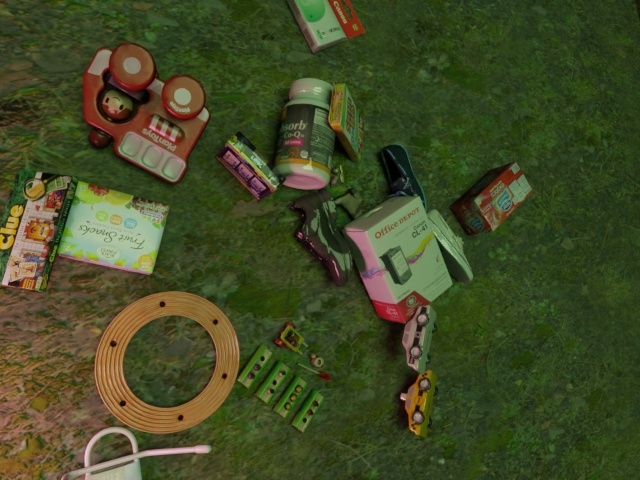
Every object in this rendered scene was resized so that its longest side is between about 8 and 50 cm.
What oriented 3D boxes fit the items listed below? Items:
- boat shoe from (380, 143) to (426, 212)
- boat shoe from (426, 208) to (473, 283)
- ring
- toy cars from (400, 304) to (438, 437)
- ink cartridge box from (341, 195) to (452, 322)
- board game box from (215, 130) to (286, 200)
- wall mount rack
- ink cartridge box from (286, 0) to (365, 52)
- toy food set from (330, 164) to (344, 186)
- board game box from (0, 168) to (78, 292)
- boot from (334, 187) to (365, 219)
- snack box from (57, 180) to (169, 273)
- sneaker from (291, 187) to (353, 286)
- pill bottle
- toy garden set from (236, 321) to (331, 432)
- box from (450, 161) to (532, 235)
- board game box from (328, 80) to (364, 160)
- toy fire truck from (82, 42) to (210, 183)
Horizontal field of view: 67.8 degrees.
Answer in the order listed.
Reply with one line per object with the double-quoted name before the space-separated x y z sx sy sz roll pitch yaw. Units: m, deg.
"boat shoe" 0.245 -0.173 1.489 0.089 0.109 0.258 -10 71 -38
"boat shoe" 0.419 0.017 1.547 0.088 0.096 0.267 -41 93 -20
"ring" -0.364 0.292 1.161 0.337 0.032 0.336 4 81 -25
"toy cars" 0.276 0.375 1.380 0.176 0.087 0.393 -28 118 -56
"ink cartridge box" 0.229 0.052 1.400 0.226 0.131 0.306 -33 110 -24
"board game box" -0.185 -0.191 1.252 0.170 0.141 0.048 46 68 -14
"wall mount rack" -0.391 0.588 1.050 0.305 0.130 0.349 -7 86 -26
"ink cartridge box" 0.029 -0.706 1.480 0.225 0.056 0.180 -31 97 -24
"toy food set" 0.018 -0.196 1.419 0.122 0.019 0.077 -8 86 -26
"board game box" -0.633 -0.025 1.042 0.136 0.030 0.259 7 78 9
"boot" 0.088 -0.102 1.421 0.118 0.042 0.086 -34 107 -34
"snack box" -0.483 -0.025 1.125 0.207 0.070 0.174 16 77 -21
"sneaker" 0.000 0.000 1.348 0.130 0.109 0.286 -16 81 -20
"pill bottle" -0.038 -0.294 1.327 0.162 0.162 0.278 12 77 -24
"toy garden set" -0.068 0.360 1.275 0.244 0.049 0.203 44 64 -17
"box" 0.586 -0.143 1.628 0.257 0.123 0.128 -39 100 -25
"board game box" 0.078 -0.336 1.363 0.259 0.039 0.124 36 58 -65
"toy fire truck" -0.428 -0.307 1.154 0.302 0.169 0.253 28 90 -19
